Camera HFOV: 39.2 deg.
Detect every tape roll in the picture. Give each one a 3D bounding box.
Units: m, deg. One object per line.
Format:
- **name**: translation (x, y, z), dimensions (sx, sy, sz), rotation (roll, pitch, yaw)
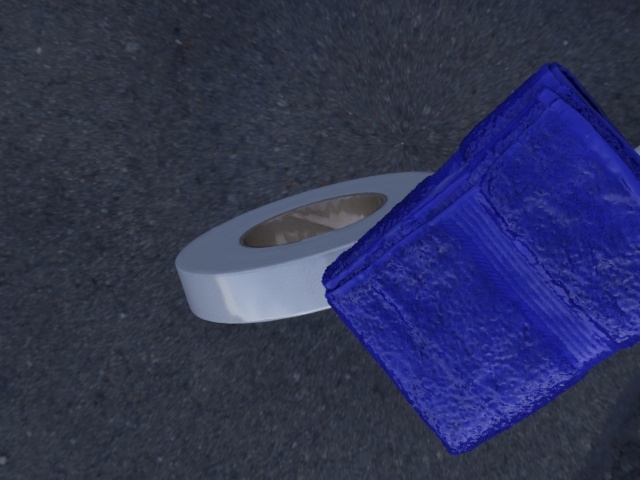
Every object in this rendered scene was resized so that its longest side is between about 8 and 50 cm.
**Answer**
- **tape roll**: translation (0.000, 0.000, 1.204), dimensions (0.392, 0.392, 0.072), rotation (-14, 104, 7)

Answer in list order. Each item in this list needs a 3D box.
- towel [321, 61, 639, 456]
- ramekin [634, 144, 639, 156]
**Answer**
- **towel**: translation (0.155, 0.031, 0.773), dimensions (0.308, 0.076, 0.227), rotation (-44, 78, 31)
- **ramekin**: translation (0.535, -0.069, 1.320), dimensions (0.109, 0.207, 0.207), rotation (-40, 92, -19)
